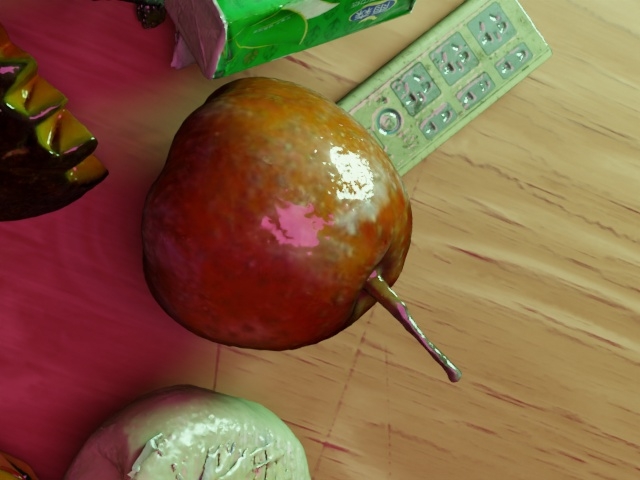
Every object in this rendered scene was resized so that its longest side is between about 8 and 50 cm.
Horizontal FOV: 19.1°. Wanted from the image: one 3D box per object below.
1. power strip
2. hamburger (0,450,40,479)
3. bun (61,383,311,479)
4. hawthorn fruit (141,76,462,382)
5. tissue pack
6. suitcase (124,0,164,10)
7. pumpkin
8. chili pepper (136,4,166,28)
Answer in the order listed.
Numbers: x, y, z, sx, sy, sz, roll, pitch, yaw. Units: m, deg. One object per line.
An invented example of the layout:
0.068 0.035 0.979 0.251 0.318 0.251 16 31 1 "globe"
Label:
0.094 -0.132 1.758 0.268 0.034 0.092 -38 106 -9 "power strip"
-0.303 0.257 1.646 0.162 0.115 0.162 -2 99 -15 "hamburger"
-0.120 0.255 1.674 0.273 0.168 0.272 -3 94 -42 "bun"
-0.030 -0.026 1.622 0.263 0.231 0.235 -7 131 7 "hawthorn fruit"
-0.037 -0.231 1.648 0.209 0.156 0.148 -23 72 -23 "tissue pack"
-0.210 -0.368 1.528 0.152 0.230 0.335 10 95 -55 "suitcase"
-0.300 -0.101 1.598 0.149 0.130 0.254 -43 107 -8 "pumpkin"
-0.136 -0.229 1.680 0.030 0.034 0.091 27 89 4 "chili pepper"
